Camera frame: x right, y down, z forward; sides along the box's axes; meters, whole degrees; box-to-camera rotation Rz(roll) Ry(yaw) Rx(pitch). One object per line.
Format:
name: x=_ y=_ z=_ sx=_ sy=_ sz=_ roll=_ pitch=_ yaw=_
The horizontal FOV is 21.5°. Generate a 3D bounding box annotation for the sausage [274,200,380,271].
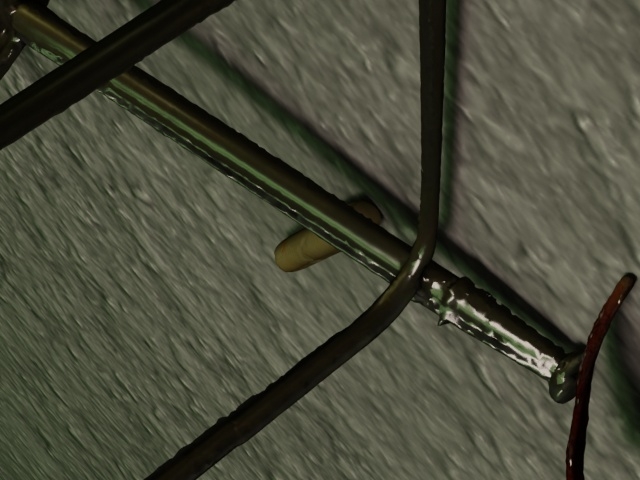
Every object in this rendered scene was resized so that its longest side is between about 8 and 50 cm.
sausage: x=0.000 y=0.000 z=1.011 sx=0.024 sy=0.024 sz=0.132 roll=51 pitch=155 yaw=-6

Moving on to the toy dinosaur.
toy dinosaur: x=0.245 y=0.184 z=0.815 sx=0.327 sy=0.113 sz=0.206 roll=46 pitch=-175 yaw=33

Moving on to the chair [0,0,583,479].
chair: x=-0.131 y=-0.045 z=0.793 sx=0.410 sy=0.362 sz=0.365 roll=41 pitch=156 yaw=29
